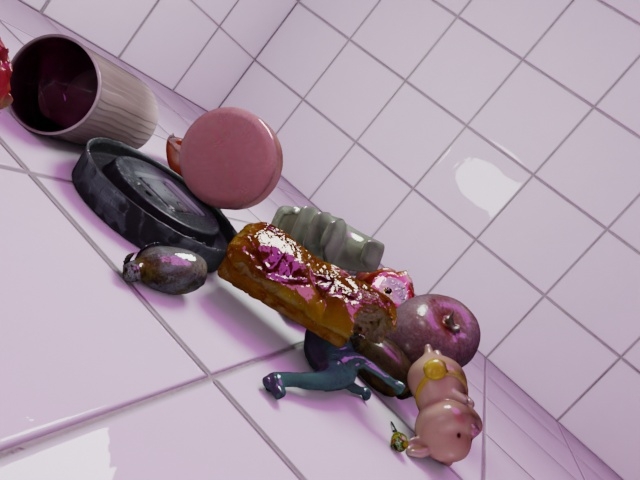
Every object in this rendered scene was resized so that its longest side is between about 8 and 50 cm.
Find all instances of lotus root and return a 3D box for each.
[{"bbox_3d":[-0.262,0.047,0.854,0.165,0.088,0.088,14,25,-48],"label":"lotus root"},{"bbox_3d":[0.148,0.293,1.207,0.209,0.120,0.120,45,10,7],"label":"lotus root"}]

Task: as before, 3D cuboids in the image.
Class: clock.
[{"bbox_3d":[-0.349,-0.075,1.097,0.386,0.076,0.386,38,10,-8],"label":"clock"}]

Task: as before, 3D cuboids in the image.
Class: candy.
[{"bbox_3d":[0.153,0.391,1.020,0.035,0.035,0.123,22,2,-2],"label":"candy"},{"bbox_3d":[-0.220,-0.191,1.202,0.255,0.255,0.094,41,8,6],"label":"candy"}]

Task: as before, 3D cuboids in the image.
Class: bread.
[{"bbox_3d":[-0.016,0.100,1.017,0.380,0.109,0.185,31,25,-4],"label":"bread"}]

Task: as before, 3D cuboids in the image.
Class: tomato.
[{"bbox_3d":[-0.394,-0.224,1.530,0.199,0.112,0.228,22,19,-40],"label":"tomato"}]

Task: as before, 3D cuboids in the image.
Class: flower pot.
[{"bbox_3d":[0.000,0.000,1.496,0.254,0.165,0.367,26,-10,-25],"label":"flower pot"}]

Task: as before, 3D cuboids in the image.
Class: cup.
[{"bbox_3d":[-0.555,-0.311,1.147,0.273,0.288,0.208,-1,78,-78],"label":"cup"}]

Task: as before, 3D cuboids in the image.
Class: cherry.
[{"bbox_3d":[0.286,0.270,1.342,0.261,0.307,0.221,-4,45,-29],"label":"cherry"}]

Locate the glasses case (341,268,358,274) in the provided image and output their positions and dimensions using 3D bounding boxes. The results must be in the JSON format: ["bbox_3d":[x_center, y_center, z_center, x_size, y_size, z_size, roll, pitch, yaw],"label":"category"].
[{"bbox_3d":[0.073,0.093,2.039,0.114,0.060,0.299,43,9,20],"label":"glasses case"}]

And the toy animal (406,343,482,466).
[{"bbox_3d":[0.261,0.347,1.085,0.165,0.149,0.248,27,50,-29],"label":"toy animal"}]

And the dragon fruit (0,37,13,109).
[{"bbox_3d":[-0.593,-0.286,0.776,0.268,0.210,0.205,40,-10,38],"label":"dragon fruit"}]

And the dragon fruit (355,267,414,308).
[{"bbox_3d":[0.178,0.191,1.517,0.224,0.227,0.224,15,49,-17],"label":"dragon fruit"}]

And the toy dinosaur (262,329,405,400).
[{"bbox_3d":[-0.018,0.212,1.030,0.330,0.129,0.383,24,15,-31],"label":"toy dinosaur"}]
